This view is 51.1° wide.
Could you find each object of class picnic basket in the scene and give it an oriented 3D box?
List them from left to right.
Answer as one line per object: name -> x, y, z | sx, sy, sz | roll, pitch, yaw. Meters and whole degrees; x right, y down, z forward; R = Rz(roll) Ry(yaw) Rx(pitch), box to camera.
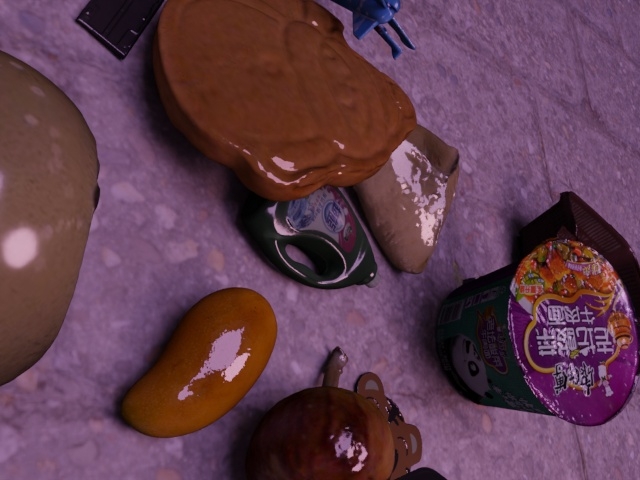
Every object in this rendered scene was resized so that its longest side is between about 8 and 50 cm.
picnic basket -> 0.483, 0.064, 1.230 | 0.297, 0.129, 0.222 | 30, 44, -35

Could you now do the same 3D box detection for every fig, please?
fig -> 0.022, 0.209, 0.725 | 0.231, 0.143, 0.160 | -32, 131, -54

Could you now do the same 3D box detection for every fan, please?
fan -> 0.056, 0.280, 0.820 | 0.152, 0.008, 0.226 | 56, 43, -16

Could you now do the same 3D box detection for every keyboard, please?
keyboard -> -0.206, -0.289, 0.764 | 0.064, 0.010, 0.198 | 39, 51, -27

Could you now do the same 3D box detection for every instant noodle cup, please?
instant noodle cup -> 0.296, 0.137, 0.959 | 0.251, 0.190, 0.251 | 8, 74, -27

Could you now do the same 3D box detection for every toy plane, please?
toy plane -> 0.031, -0.356, 0.896 | 0.254, 0.105, 0.271 | 38, 19, -52

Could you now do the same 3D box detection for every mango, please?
mango -> -0.111, 0.121, 0.660 | 0.102, 0.085, 0.184 | 54, 51, -16

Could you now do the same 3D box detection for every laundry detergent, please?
laundry detergent -> 0.000, 0.000, 0.834 | 0.211, 0.063, 0.137 | 45, 52, -28

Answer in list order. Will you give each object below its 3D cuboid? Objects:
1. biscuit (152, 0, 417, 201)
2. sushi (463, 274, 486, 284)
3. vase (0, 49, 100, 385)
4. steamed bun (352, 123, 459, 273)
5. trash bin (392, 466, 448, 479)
biscuit -> -0.035, -0.196, 0.803 | 0.351, 0.057, 0.312 | -14, 69, -42
sushi -> 0.342, 0.140, 1.134 | 0.215, 0.051, 0.192 | -8, 81, -47
vase -> -0.320, 0.015, 0.412 | 0.302, 0.241, 0.329 | 14, 90, -29
steamed bun -> 0.140, -0.098, 0.977 | 0.212, 0.110, 0.231 | -44, 110, -45
trash bin -> 0.060, 0.359, 0.644 | 0.165, 0.115, 0.225 | -2, 116, -47
